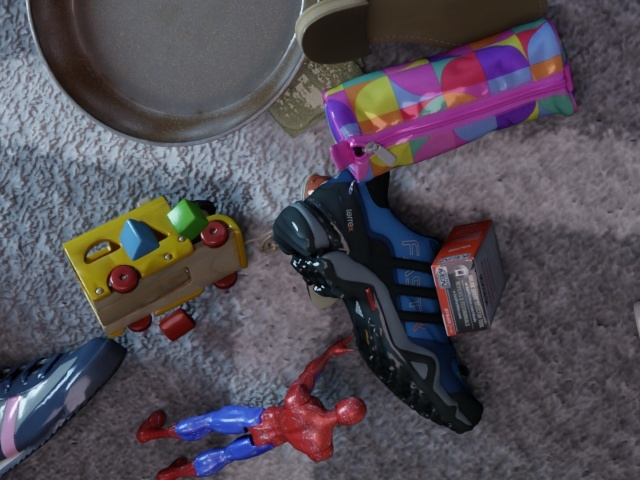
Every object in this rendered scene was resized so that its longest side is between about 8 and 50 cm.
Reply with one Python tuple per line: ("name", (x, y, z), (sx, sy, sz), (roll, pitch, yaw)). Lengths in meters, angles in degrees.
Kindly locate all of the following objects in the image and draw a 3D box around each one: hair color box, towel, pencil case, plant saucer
("hair color box", (0.143, 0.033, 1.268), (0.043, 0.141, 0.072), (-11, 102, 16))
("towel", (-0.034, -0.185, 1.313), (0.110, 0.027, 0.148), (-39, 93, 19))
("pencil case", (0.117, -0.126, 1.225), (0.236, 0.104, 0.104), (-21, 100, 0))
("plant saucer", (-0.139, -0.246, 1.291), (0.311, 0.050, 0.310), (2, 96, 17))

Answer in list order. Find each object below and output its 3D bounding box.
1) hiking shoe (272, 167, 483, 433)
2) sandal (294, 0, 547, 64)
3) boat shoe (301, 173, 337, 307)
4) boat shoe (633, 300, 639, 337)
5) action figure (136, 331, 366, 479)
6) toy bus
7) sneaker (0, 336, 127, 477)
("hiking shoe", (0.089, 0.059, 1.304), (0.132, 0.113, 0.304), (-41, 111, -14))
("sandal", (0.087, -0.227, 1.243), (0.240, 0.079, 0.088), (-11, 136, -11))
("boat shoe", (0.000, 0.000, 1.348), (0.043, 0.049, 0.137), (25, 120, 53))
("boat shoe", (0.339, 0.115, 1.295), (0.038, 0.046, 0.125), (-15, 93, 22))
("action figure", (-0.048, 0.180, 1.393), (0.280, 0.139, 0.091), (-15, 105, 40))
("toy bus", (-0.160, 0.008, 1.353), (0.191, 0.202, 0.104), (-48, 59, 27))
("sneaker", (-0.354, 0.178, 1.446), (0.319, 0.112, 0.131), (-37, 97, 19))
